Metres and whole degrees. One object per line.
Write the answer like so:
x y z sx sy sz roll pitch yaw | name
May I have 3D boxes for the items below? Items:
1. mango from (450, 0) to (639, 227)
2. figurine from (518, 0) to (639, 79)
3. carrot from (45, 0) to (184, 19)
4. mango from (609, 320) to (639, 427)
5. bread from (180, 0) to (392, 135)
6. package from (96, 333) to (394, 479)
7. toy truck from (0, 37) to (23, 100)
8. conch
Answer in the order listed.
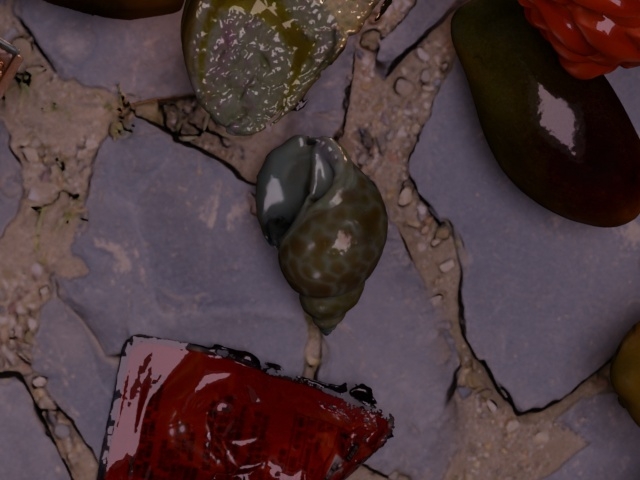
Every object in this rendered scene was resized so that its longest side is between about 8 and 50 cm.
0.219 -0.121 1.610 0.133 0.111 0.267 -36 95 1 | mango
0.275 -0.360 1.514 0.306 0.241 0.412 26 73 -18 | figurine
-0.265 -0.271 1.482 0.301 0.114 0.114 10 89 -12 | carrot
0.407 0.104 1.630 0.262 0.167 0.130 -22 87 -21 | mango
-0.048 -0.219 1.509 0.158 0.156 0.261 45 54 -18 | bread
-0.069 0.202 1.565 0.269 0.071 0.194 13 74 -11 | package
-0.417 -0.173 1.435 0.305 0.136 0.162 32 77 -15 | toy truck
0.007 -0.013 1.564 0.116 0.106 0.173 -26 79 7 | conch
